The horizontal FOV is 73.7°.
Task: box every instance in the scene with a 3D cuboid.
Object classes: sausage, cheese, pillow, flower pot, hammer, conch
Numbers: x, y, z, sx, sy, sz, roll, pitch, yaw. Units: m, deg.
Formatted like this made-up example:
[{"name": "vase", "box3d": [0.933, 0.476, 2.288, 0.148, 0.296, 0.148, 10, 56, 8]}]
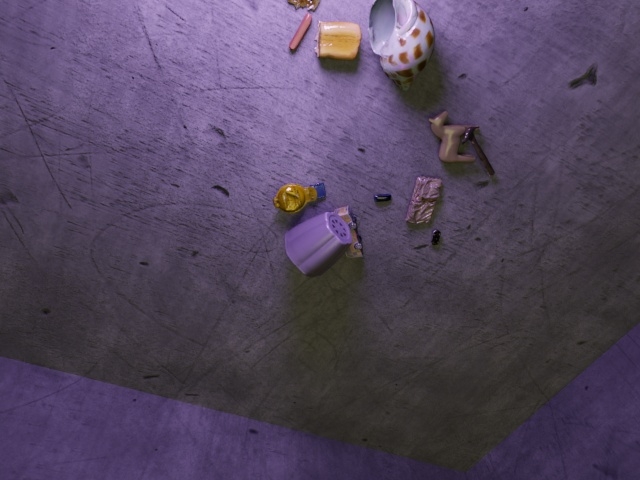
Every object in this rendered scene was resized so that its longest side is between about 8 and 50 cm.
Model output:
[{"name": "sausage", "box3d": [-0.076, -0.791, 1.625, 0.035, 0.030, 0.147, 26, 116, -18]}, {"name": "cheese", "box3d": [-0.097, -0.202, 1.975, 0.250, 0.064, 0.157, -15, 124, -7]}, {"name": "pillow", "box3d": [0.495, -0.186, 2.043, 0.135, 0.049, 0.248, 2, 125, -11]}, {"name": "flower pot", "box3d": [0.000, 0.000, 1.967, 0.265, 0.265, 0.243, 36, 125, -24]}, {"name": "hammer", "box3d": [0.713, -0.386, 1.904, 0.297, 0.027, 0.125, 44, 76, -36]}, {"name": "conch", "box3d": [0.303, -0.735, 1.601, 0.249, 0.197, 0.368, 26, 130, 24]}]

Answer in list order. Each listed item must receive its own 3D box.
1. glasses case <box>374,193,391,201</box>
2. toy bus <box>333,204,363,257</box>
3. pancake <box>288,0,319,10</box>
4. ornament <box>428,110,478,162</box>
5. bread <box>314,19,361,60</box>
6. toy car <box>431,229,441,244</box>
[{"name": "glasses case", "box3d": [0.296, -0.201, 2.030, 0.083, 0.023, 0.034, -4, 119, -2]}, {"name": "toy bus", "box3d": [0.140, -0.036, 2.085, 0.106, 0.092, 0.268, -11, 123, 13]}, {"name": "pancake", "box3d": [-0.062, -0.908, 1.559, 0.129, 0.023, 0.116, 1, 122, -11]}, {"name": "ornament", "box3d": [0.576, -0.451, 1.874, 0.244, 0.061, 0.230, -2, 122, -8]}, {"name": "bread", "box3d": [0.065, -0.760, 1.624, 0.173, 0.085, 0.134, 4, 118, -5]}, {"name": "toy car", "box3d": [0.585, -0.017, 2.168, 0.041, 0.025, 0.093, -3, 126, -5]}]
